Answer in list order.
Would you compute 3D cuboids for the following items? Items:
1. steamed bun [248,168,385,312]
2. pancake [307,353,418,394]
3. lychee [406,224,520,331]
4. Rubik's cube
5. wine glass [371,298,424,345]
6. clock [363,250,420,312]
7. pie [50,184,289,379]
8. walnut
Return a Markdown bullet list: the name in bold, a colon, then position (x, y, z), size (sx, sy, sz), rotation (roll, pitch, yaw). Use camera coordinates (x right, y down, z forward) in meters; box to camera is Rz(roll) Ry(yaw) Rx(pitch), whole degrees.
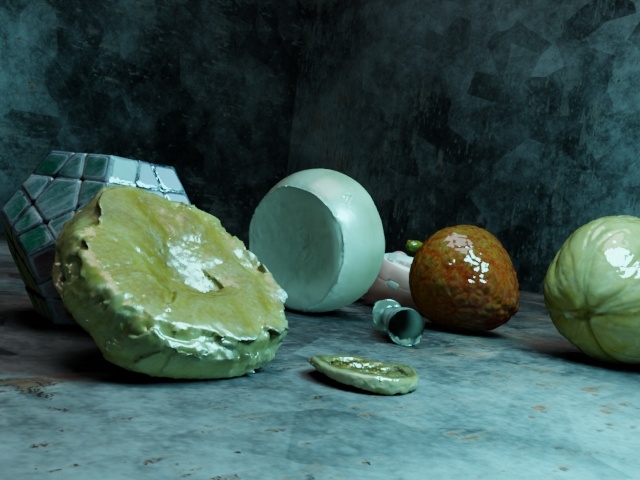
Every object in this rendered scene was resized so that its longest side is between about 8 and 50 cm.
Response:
- **steamed bun**: position (0.000, 0.000, 1.541), size (0.324, 0.325, 0.206), rotation (8, 12, 36)
- **pancake**: position (0.056, 0.172, 0.905), size (0.151, 0.025, 0.151), rotation (8, 2, 0)
- **lychee**: position (0.305, 0.075, 1.522), size (0.255, 0.255, 0.300), rotation (5, 41, -55)
- **Rubik's cube**: position (-0.349, 0.000, 1.113), size (0.264, 0.319, 0.319), rotation (33, 3, 3)
- **wine glass**: position (0.145, 0.152, 1.296), size (0.072, 0.072, 0.155), rotation (6, 2, -8)
- **clock**: position (0.239, 0.126, 1.805), size (0.241, 0.142, 0.227), rotation (19, 11, 32)
- **pie**: position (-0.187, 0.048, 0.897), size (0.339, 0.083, 0.339), rotation (28, 25, -14)
- **walnut**: position (0.578, 0.093, 1.316), size (0.313, 0.252, 0.277), rotation (-23, 66, -42)
